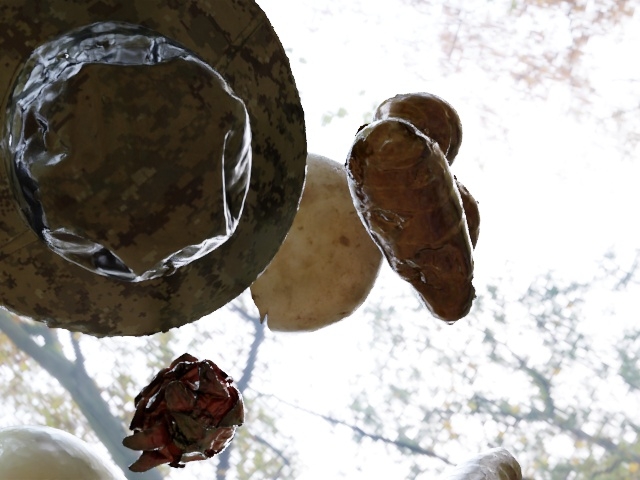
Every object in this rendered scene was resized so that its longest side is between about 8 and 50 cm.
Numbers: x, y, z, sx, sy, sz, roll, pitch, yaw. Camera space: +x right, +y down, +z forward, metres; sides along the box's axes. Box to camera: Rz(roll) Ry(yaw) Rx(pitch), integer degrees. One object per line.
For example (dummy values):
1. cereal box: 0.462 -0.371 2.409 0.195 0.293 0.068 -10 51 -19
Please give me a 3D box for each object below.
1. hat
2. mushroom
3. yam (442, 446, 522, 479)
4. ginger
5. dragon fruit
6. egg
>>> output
1. hat: -0.107 -0.048 0.624 0.265 0.128 0.265 -5 -76 -19
2. mushroom: 0.000 0.000 1.523 0.195 0.189 0.253 21 -117 -76
3. yam: 0.126 0.221 0.949 0.241 0.057 0.056 -2 -67 -65
4. ginger: 0.063 -0.027 0.731 0.103 0.073 0.162 -68 -35 -48
5. dragon fruit: -0.146 0.184 1.201 0.121 0.142 0.130 -10 -75 13
6. egg: -0.305 0.303 1.270 0.286 0.264 0.174 12 -76 -47
